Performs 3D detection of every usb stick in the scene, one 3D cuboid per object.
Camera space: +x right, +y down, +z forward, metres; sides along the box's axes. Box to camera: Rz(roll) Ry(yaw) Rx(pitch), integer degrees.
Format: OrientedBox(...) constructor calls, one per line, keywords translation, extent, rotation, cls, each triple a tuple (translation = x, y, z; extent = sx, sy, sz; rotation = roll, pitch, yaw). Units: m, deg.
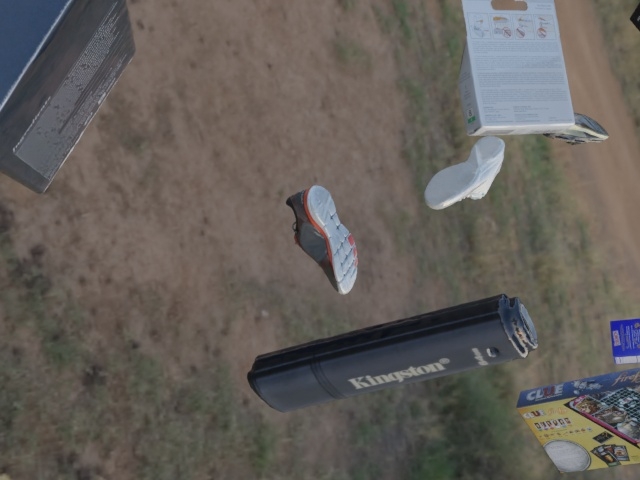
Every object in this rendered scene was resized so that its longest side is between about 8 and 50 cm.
OrientedBox(translation=(0.062, 0.110, 0.892), extent=(0.077, 0.278, 0.045), rotation=(56, 28, -36), cls="usb stick")

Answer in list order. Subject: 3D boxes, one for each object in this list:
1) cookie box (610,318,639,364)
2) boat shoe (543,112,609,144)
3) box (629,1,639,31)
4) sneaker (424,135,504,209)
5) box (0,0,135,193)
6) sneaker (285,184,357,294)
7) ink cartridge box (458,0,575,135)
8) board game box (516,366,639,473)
OrientedBox(translation=(0.672, 0.212, 1.996), extent=(0.040, 0.107, 0.092), rotation=(61, 30, -47), cls="cookie box")
OrientedBox(translation=(0.451, -0.196, 1.681), extent=(0.152, 0.049, 0.056), rotation=(10, 39, -35), cls="boat shoe")
OrientedBox(translation=(0.572, -0.309, 1.302), extent=(0.242, 0.076, 0.307), rotation=(60, -9, 15), cls="box")
OrientedBox(translation=(0.285, -0.107, 1.814), extent=(0.212, 0.080, 0.094), rotation=(-38, 138, -25), cls="sneaker")
OrientedBox(translation=(-0.362, -0.221, 0.900), extent=(0.212, 0.293, 0.395), rotation=(-59, -173, -6), cls="box")
OrientedBox(translation=(0.000, 0.000, 1.267), extent=(0.061, 0.065, 0.158), rotation=(-42, 117, -51), cls="sneaker")
OrientedBox(translation=(0.298, -0.279, 1.482), extent=(0.181, 0.056, 0.225), rotation=(-5, 80, -24), cls="ink cartridge box")
OrientedBox(translation=(0.464, 0.293, 1.525), extent=(0.165, 0.243, 0.042), rotation=(55, 39, -21), cls="board game box")
